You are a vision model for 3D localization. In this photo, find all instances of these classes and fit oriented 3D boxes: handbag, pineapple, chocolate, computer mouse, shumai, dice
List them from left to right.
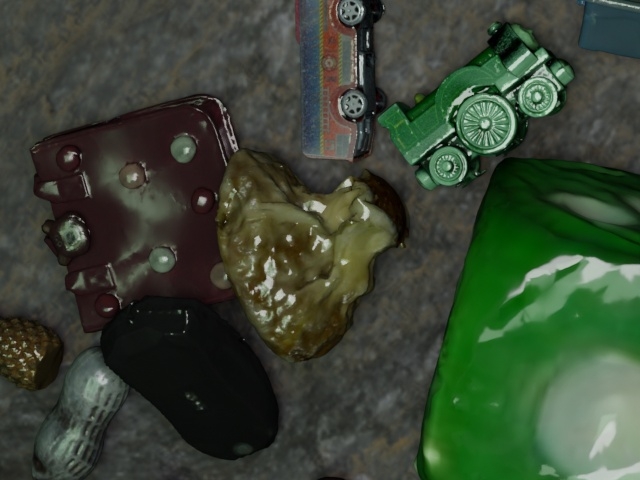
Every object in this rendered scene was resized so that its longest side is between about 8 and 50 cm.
[{"bbox_3d":[-0.346,0.097,1.433,0.159,0.074,0.074,24,105,15],"label":"pineapple"},{"bbox_3d":[-0.247,0.184,1.425,0.072,0.072,0.167,26,103,6],"label":"chocolate"},{"bbox_3d":[-0.172,-0.026,1.367,0.216,0.074,0.203,-14,97,14],"label":"handbag"},{"bbox_3d":[-0.120,0.131,1.368,0.122,0.073,0.217,-20,128,25],"label":"computer mouse"},{"bbox_3d":[0.000,0.000,1.294,0.153,0.161,0.209,-17,80,17],"label":"shumai"},{"bbox_3d":[0.253,0.104,1.192,0.297,0.300,0.287,17,107,7],"label":"dice"}]

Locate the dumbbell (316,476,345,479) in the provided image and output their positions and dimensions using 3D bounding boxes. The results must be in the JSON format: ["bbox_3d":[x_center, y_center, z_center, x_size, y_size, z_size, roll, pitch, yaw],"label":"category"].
[{"bbox_3d":[-0.074,0.309,1.386,0.225,0.124,0.140,-5,101,12],"label":"dumbbell"}]

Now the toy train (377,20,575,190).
[{"bbox_3d":[0.148,-0.125,1.286,0.178,0.071,0.104,-39,81,17],"label":"toy train"}]

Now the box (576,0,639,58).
[{"bbox_3d":[0.278,-0.198,1.245,0.099,0.074,0.054,14,117,9],"label":"box"}]

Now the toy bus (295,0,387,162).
[{"bbox_3d":[0.017,-0.171,1.305,0.077,0.065,0.192,2,101,19],"label":"toy bus"}]
